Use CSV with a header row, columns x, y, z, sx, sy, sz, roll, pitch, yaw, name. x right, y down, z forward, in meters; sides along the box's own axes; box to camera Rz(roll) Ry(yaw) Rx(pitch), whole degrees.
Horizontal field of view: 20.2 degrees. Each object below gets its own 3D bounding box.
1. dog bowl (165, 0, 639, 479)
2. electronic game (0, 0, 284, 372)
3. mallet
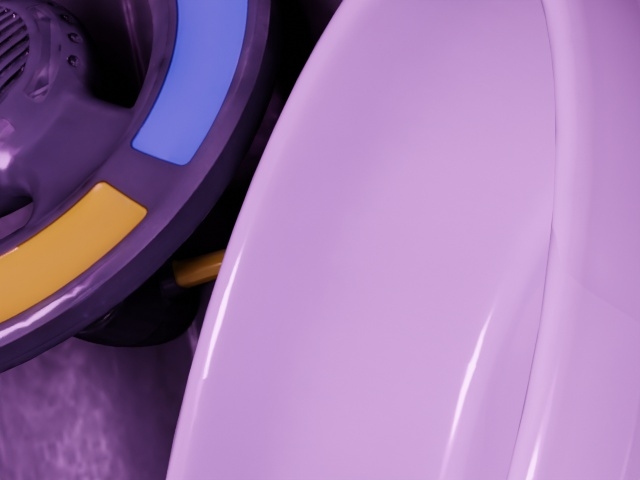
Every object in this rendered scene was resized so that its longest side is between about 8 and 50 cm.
x,y,z,sx,sy,sz,roll,pitch,yaw,name
0.045,0.052,0.455,0.104,0.265,0.264,16,93,-16,dog bowl
-0.119,-0.047,0.621,0.229,0.048,0.229,-15,51,19,electronic game
0.000,0.000,0.613,0.190,0.062,0.039,-14,79,10,mallet
